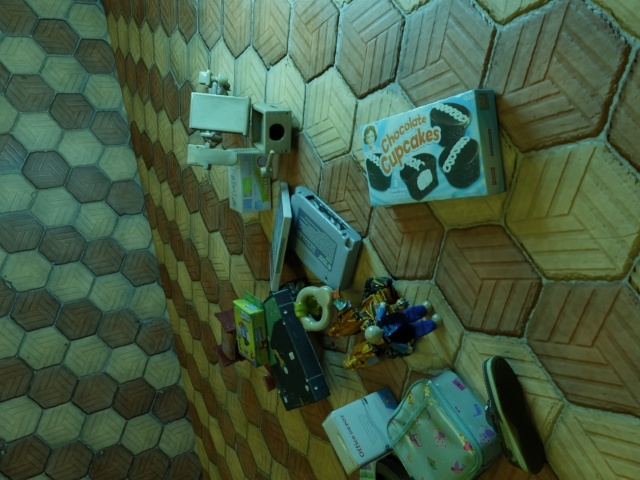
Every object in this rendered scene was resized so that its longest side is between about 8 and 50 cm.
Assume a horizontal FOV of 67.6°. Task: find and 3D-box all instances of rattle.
[{"bbox_3d":[0.032,0.169,1.328,0.200,0.143,0.130,-42,54,35],"label":"rattle"}]

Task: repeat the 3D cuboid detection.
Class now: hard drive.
[{"bbox_3d":[-0.102,0.344,1.484,0.237,0.064,0.338,-44,66,53],"label":"hard drive"}]

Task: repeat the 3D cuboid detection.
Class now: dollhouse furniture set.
[{"bbox_3d":[-0.267,0.439,1.826,0.374,0.152,0.201,41,133,43],"label":"dollhouse furniture set"},{"bbox_3d":[-0.299,-0.373,1.576,0.355,0.174,0.303,-90,6,-85],"label":"dollhouse furniture set"}]

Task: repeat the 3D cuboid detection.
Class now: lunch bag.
[{"bbox_3d":[0.259,0.435,1.063,0.224,0.108,0.279,52,140,33],"label":"lunch bag"}]

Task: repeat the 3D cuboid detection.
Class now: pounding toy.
[{"bbox_3d":[-0.133,-0.287,1.414,0.181,0.094,0.206,-138,45,-55],"label":"pounding toy"}]

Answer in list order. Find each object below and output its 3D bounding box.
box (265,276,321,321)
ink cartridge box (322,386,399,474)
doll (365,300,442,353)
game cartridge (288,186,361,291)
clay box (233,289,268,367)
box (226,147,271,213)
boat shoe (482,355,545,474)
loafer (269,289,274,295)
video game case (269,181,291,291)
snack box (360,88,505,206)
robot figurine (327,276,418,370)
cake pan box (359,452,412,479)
[{"bbox_3d":[-0.090,0.218,1.548,0.180,0.078,0.147,-42,67,54],"label":"box"},{"bbox_3d":[0.122,0.476,1.208,0.139,0.191,0.082,59,143,27],"label":"ink cartridge box"},{"bbox_3d":[0.171,0.183,1.035,0.129,0.189,0.046,57,142,28],"label":"doll"},{"bbox_3d":[0.000,0.000,1.363,0.297,0.062,0.198,46,140,39],"label":"game cartridge"},{"bbox_3d":[-0.227,0.281,1.539,0.127,0.053,0.222,19,119,52],"label":"clay box"},{"bbox_3d":[-0.238,-0.203,1.597,0.103,0.114,0.203,25,121,53],"label":"box"},{"bbox_3d":[0.351,0.333,0.915,0.073,0.080,0.223,-27,83,52],"label":"boat shoe"},{"bbox_3d":[-0.150,0.251,1.668,0.062,0.061,0.170,-48,60,53],"label":"loafer"},{"bbox_3d":[-0.129,-0.011,1.503,0.204,0.025,0.285,-101,20,-54],"label":"video game case"},{"bbox_3d":[0.212,-0.173,0.972,0.322,0.060,0.187,-1,99,57],"label":"snack box"},{"bbox_3d":[0.129,0.220,1.209,0.211,0.085,0.291,63,145,20],"label":"robot figurine"},{"bbox_3d":[0.204,0.711,1.281,0.246,0.070,0.266,23,119,49],"label":"cake pan box"}]
